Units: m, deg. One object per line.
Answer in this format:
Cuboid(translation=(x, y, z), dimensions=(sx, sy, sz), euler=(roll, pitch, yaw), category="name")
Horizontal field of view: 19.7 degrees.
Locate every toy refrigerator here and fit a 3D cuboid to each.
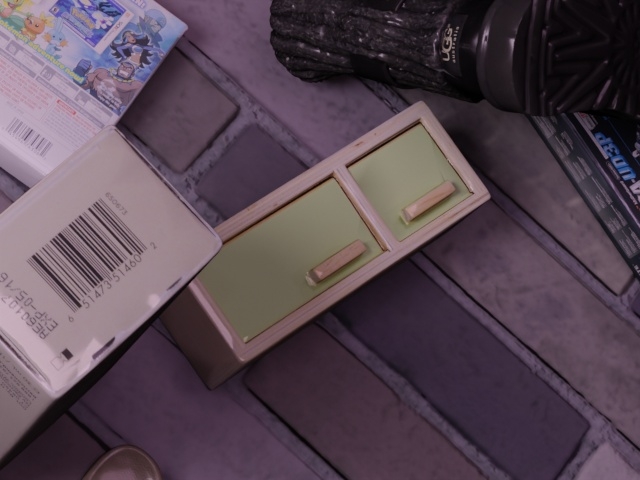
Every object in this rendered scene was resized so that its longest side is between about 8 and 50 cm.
Cuboid(translation=(0.000, 0.000, 1.477), dimensions=(0.269, 0.094, 0.102), euler=(-32, 85, -28), category="toy refrigerator")

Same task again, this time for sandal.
Cuboid(translation=(-0.169, 0.231, 1.354), dimensions=(0.072, 0.049, 0.180), euler=(37, 63, -6), category="sandal")

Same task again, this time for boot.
Cuboid(translation=(0.154, -0.177, 1.543), dimensions=(0.348, 0.260, 0.131), euler=(0, 99, -48), category="boot")

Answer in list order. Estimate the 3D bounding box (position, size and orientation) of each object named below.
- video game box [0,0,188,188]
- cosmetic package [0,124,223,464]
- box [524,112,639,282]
Cuboid(translation=(-0.239, -0.160, 1.467), dimensions=(0.205, 0.048, 0.187), euler=(37, 65, -6), category="video game box")
Cuboid(translation=(-0.195, 0.058, 1.260), dimensions=(0.113, 0.309, 0.160), euler=(47, 61, -1), category="cosmetic package")
Cuboid(translation=(0.311, -0.075, 1.647), dimensions=(0.175, 0.051, 0.220), euler=(-32, 85, -27), category="box")
